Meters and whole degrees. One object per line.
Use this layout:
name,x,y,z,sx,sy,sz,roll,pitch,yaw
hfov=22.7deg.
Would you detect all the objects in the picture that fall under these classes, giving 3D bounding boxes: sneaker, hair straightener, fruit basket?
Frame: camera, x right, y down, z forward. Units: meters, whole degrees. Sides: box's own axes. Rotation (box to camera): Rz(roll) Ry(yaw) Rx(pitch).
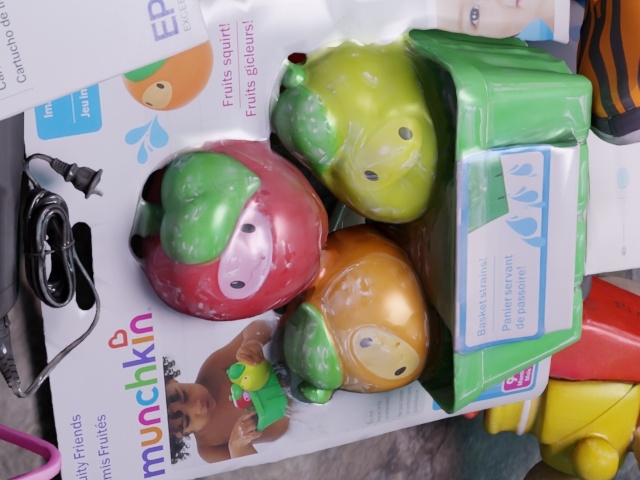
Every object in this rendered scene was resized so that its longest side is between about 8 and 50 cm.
sneaker,0.195,-0.208,1.059,0.180,0.124,0.321,54,30,-27
hair straightener,-0.167,-0.018,0.901,0.047,0.089,0.231,-70,158,-70
fruit basket,0.000,0.000,1.000,0.353,0.165,0.327,-12,117,-24

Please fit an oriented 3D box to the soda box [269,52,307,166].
soda box,0.013,-0.139,1.125,0.181,0.061,0.058,-58,139,-23

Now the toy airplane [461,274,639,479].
toy airplane,0.270,0.151,1.313,0.386,0.384,0.272,0,124,-50

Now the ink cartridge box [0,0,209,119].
ink cartridge box,-0.184,-0.165,0.787,0.224,0.045,0.223,-24,119,-19

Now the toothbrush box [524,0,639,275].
toothbrush box,0.267,-0.097,1.232,0.295,0.216,0.126,-103,-174,-65

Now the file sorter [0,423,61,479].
file sorter,-0.246,0.238,0.800,0.202,0.182,0.291,-13,111,-50

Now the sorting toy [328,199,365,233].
sorting toy,0.025,-0.008,1.225,0.062,0.012,0.083,35,76,-47
